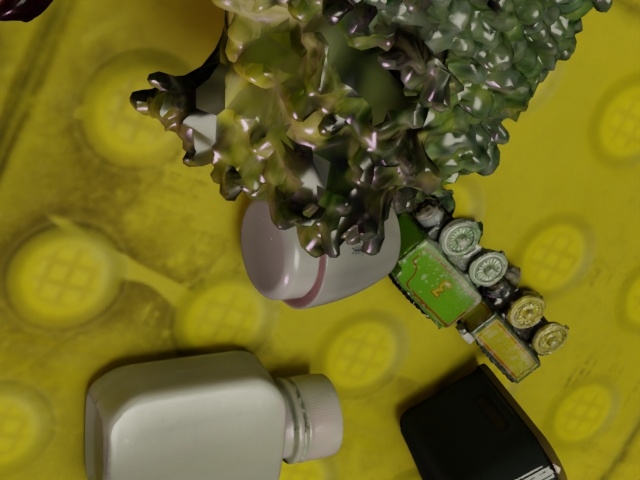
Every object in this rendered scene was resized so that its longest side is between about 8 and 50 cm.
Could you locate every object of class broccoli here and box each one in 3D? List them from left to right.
[{"bbox_3d":[0.054,-0.154,0.665,0.334,0.272,0.324,-56,133,-29],"label":"broccoli"}]

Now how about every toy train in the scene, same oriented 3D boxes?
[{"bbox_3d":[0.120,0.041,0.931,0.081,0.060,0.202,-40,127,7],"label":"toy train"}]

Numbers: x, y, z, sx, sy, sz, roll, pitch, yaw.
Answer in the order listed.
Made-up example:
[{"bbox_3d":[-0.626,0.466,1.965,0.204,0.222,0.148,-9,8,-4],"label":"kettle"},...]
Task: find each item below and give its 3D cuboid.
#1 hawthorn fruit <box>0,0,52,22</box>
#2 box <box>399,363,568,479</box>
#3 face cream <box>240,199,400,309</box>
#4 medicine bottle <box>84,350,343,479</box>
[{"bbox_3d":[-0.206,-0.219,0.546,0.250,0.215,0.215,5,114,-19],"label":"hawthorn fruit"},{"bbox_3d":[0.148,0.219,0.990,0.090,0.144,0.201,-27,126,-6],"label":"box"},{"bbox_3d":[0.000,0.000,0.830,0.095,0.091,0.091,-7,119,-31],"label":"face cream"},{"bbox_3d":[-0.079,0.143,0.883,0.183,0.069,0.119,-6,118,-22],"label":"medicine bottle"}]
